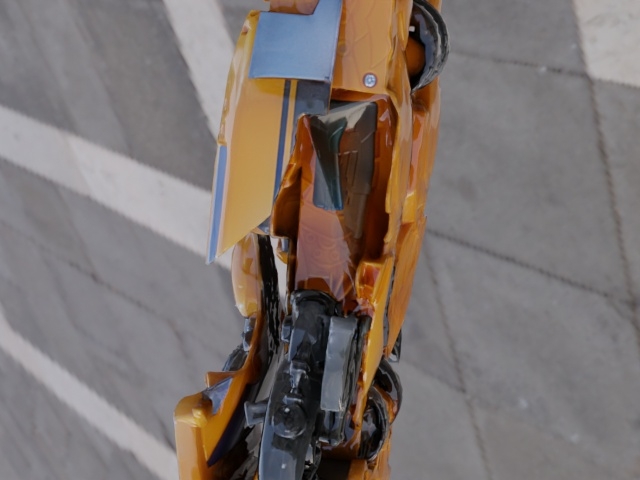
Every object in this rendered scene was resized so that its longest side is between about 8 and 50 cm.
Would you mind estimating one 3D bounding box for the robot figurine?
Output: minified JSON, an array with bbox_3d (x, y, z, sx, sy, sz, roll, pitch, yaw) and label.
[{"bbox_3d":[0.000,0.000,0.553,0.085,0.211,0.291,9,101,11],"label":"robot figurine"}]
